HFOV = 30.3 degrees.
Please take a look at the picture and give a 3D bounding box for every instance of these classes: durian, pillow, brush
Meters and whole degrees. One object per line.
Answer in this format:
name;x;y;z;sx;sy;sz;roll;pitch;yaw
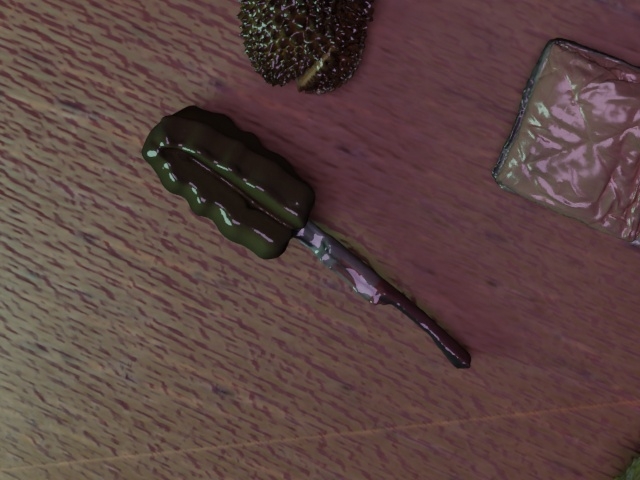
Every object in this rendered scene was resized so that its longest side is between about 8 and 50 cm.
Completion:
durian;-0.004;-0.173;0.868;0.110;0.071;0.140;41;101;0
pillow;0.250;-0.053;0.860;0.232;0.043;0.126;21;110;3
brush;0.000;0.000;0.905;0.301;0.084;0.071;38;110;-4

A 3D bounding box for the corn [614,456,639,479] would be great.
corn;0.365;0.281;0.862;0.347;0.130;0.130;37;106;5
